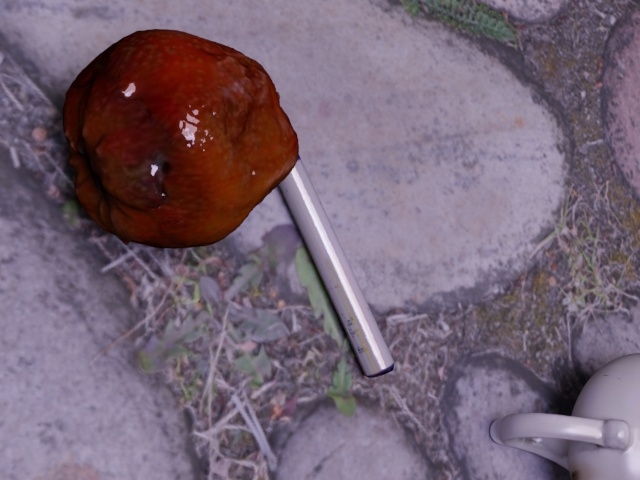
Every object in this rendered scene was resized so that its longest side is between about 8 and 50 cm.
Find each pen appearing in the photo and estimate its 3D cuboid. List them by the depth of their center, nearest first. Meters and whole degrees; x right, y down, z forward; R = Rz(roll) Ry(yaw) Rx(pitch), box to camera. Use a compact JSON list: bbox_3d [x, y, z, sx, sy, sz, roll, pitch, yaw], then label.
[{"bbox_3d":[0.001,0.000,0.812,0.033,0.033,0.269,-26,93,-33],"label":"pen"}]

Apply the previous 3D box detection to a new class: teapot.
[{"bbox_3d":[0.316,0.212,0.901,0.298,0.139,0.204,26,68,-27],"label":"teapot"}]

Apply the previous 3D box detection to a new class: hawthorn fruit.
[{"bbox_3d":[-0.103,-0.076,0.692,0.179,0.173,0.174,10,74,-29],"label":"hawthorn fruit"}]
